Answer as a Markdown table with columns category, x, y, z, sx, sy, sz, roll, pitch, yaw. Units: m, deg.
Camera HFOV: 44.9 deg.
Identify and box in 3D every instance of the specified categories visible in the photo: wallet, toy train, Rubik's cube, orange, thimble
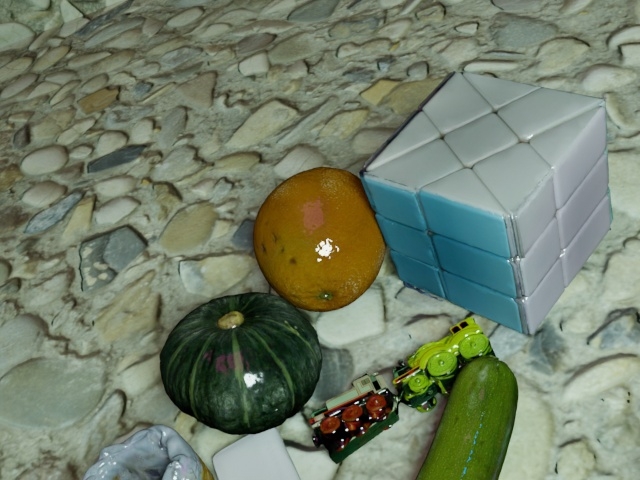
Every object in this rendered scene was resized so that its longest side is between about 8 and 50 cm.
| category | x | y | z | sx | sy | sz | roll | pitch | yaw |
| --- | --- | --- | --- | --- | --- | --- | --- | --- | --- |
| wallet | -0.065 | 0.304 | 0.911 | 0.095 | 0.033 | 0.190 | -29 | 40 | -3 |
| toy train | 0.099 | 0.182 | 0.949 | 0.250 | 0.053 | 0.085 | -28 | 32 | -4 |
| Rubik's cube | 0.223 | -0.053 | 1.003 | 0.231 | 0.224 | 0.221 | 22 | 60 | 39 |
| orange | 0.000 | 0.000 | 1.086 | 0.206 | 0.206 | 0.206 | -14 | 41 | 13 |
| thimble | -0.202 | 0.306 | 0.912 | 0.151 | 0.118 | 0.127 | -34 | 39 | -11 |

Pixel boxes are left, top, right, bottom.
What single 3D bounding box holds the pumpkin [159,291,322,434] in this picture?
| category | x | y | z | sx | sy | sz | roll | pitch | yaw |
| --- | --- | --- | --- | --- | --- | --- | --- | --- | --- |
| pumpkin | -0.101 | 0.158 | 0.998 | 0.212 | 0.152 | 0.211 | -13 | 24 | 6 |

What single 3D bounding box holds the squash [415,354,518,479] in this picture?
| category | x | y | z | sx | sy | sz | roll | pitch | yaw |
| --- | --- | --- | --- | --- | --- | --- | --- | --- | --- |
| squash | 0.138 | 0.262 | 0.814 | 0.087 | 0.087 | 0.331 | 7 | 48 | 32 |
